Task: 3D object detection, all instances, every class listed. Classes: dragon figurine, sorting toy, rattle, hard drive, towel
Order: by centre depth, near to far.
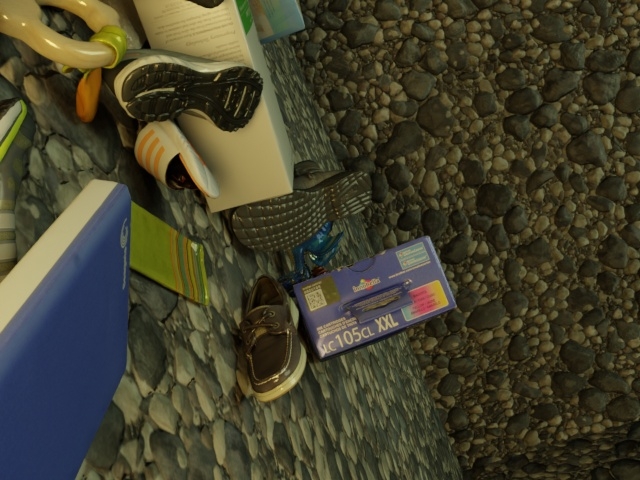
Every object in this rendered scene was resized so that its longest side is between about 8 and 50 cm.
[{"bbox_3d":[-0.201,0.113,0.474,0.319,0.040,0.210,-87,-174,-63],"label":"hard drive"},{"bbox_3d":[-0.332,-0.226,0.742,0.199,0.142,0.130,3,69,-38],"label":"rattle"},{"bbox_3d":[-0.214,0.012,0.883,0.237,0.021,0.102,46,25,-62],"label":"towel"},{"bbox_3d":[-0.328,-0.420,1.045,0.282,0.049,0.187,-93,158,-53],"label":"towel"},{"bbox_3d":[0.000,0.000,1.447,0.144,0.289,0.085,44,-22,17],"label":"dragon figurine"},{"bbox_3d":[-0.006,0.083,1.619,0.042,0.061,0.102,67,-11,-9],"label":"sorting toy"}]

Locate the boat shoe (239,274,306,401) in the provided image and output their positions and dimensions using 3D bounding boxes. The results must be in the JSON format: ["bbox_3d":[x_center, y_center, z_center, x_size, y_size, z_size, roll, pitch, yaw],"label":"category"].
[{"bbox_3d":[-0.086,0.146,1.063,0.092,0.102,0.285,59,11,-21],"label":"boat shoe"}]

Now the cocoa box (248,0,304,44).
[{"bbox_3d":[-0.203,-0.621,1.448,0.347,0.231,0.228,63,11,-50],"label":"cocoa box"}]

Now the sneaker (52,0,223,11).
[{"bbox_3d":[-0.270,-0.348,0.865,0.281,0.162,0.106,24,25,-46],"label":"sneaker"}]

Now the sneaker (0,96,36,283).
[{"bbox_3d":[-0.269,0.006,0.487,0.121,0.111,0.300,72,12,-46],"label":"sneaker"}]

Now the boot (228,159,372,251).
[{"bbox_3d":[-0.081,-0.077,1.344,0.222,0.338,0.118,18,-63,48],"label":"boot"}]

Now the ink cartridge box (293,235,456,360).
[{"bbox_3d":[0.095,0.122,1.290,0.395,0.269,0.151,85,-16,-77],"label":"ink cartridge box"}]

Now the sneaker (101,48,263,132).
[{"bbox_3d":[-0.183,-0.220,0.921,0.108,0.100,0.271,36,22,29],"label":"sneaker"}]

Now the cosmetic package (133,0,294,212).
[{"bbox_3d":[-0.165,-0.257,1.120,0.197,0.155,0.366,-94,168,-62],"label":"cosmetic package"}]

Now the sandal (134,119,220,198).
[{"bbox_3d":[-0.231,-0.135,0.958,0.265,0.076,0.102,52,-4,34],"label":"sandal"}]
